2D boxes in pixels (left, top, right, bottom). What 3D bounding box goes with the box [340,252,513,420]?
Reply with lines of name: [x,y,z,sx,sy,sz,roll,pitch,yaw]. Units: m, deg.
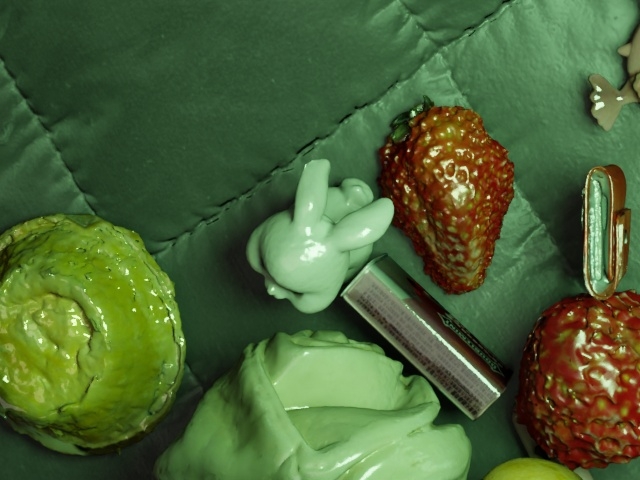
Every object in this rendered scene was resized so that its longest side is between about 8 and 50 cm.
box: [0.132,0.117,1.481,0.224,0.120,0.069,44,103,8]

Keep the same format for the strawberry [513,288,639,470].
strawberry: [0.290,0.141,1.363,0.234,0.178,0.234,-16,59,30]

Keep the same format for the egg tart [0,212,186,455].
egg tart: [-0.345,0.132,1.610,0.345,0.132,0.345,1,96,13]

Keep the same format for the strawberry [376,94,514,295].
strawberry: [0.154,-0.055,1.461,0.175,0.107,0.236,-34,87,17]

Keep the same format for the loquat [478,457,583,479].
loquat: [0.245,0.316,1.367,0.163,0.163,0.137,26,61,11]

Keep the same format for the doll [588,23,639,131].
doll: [0.429,-0.205,1.374,0.262,0.093,0.211,-19,97,14]

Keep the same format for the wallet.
wallet: [0.326,-0.014,1.367,0.045,0.204,0.142,1,94,17]

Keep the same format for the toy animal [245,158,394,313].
toy animal: [0.003,-0.007,1.471,0.127,0.193,0.178,41,97,7]

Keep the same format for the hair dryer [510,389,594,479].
hair dryer: [0.307,0.350,1.474,0.210,0.125,0.352,-29,78,18]

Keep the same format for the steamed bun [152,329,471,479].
steamed bun: [0.011,0.236,1.427,0.368,0.342,0.255,8,71,32]
